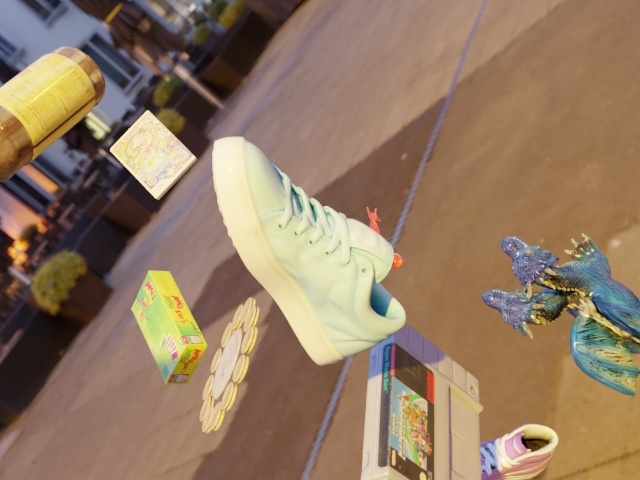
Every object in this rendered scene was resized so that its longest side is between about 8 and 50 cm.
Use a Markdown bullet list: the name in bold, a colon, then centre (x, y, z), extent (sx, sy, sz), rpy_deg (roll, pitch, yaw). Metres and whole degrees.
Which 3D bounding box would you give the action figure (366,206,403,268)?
- **action figure**: centre (0.022, -0.002, 1.758), extent (0.139, 0.280, 0.092), rpy_deg (-104, 31, -50)

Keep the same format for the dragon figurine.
- **dragon figurine**: centre (0.277, 0.080, 0.863), extent (0.085, 0.289, 0.144), rpy_deg (-57, 2, 30)

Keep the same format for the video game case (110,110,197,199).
- **video game case**: centre (-0.258, -0.132, 1.441), extent (0.087, 0.122, 0.011), rpy_deg (-46, -22, 0)

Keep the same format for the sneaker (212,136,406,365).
- **sneaker**: centre (0.000, 0.000, 1.092), extent (0.150, 0.366, 0.135), rpy_deg (-21, 47, 10)

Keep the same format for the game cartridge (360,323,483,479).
- **game cartridge**: centre (0.158, 0.300, 1.393), extent (0.068, 0.230, 0.355), rpy_deg (-29, 35, 30)

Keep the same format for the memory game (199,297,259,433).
- **memory game**: centre (-0.119, 0.163, 1.228), extent (0.186, 0.012, 0.186), rpy_deg (-158, 90, -75)

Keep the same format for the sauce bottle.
- **sauce bottle**: centre (-0.445, -0.158, 1.336), extent (0.111, 0.111, 0.344), rpy_deg (-36, 13, 43)

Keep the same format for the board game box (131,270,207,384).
- **board game box**: centre (-0.258, 0.146, 1.587), extent (0.181, 0.043, 0.092), rpy_deg (55, 128, 38)

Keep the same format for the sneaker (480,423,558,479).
- **sneaker**: centre (0.320, 0.414, 1.792), extent (0.282, 0.102, 0.161), rpy_deg (-16, -28, -15)
